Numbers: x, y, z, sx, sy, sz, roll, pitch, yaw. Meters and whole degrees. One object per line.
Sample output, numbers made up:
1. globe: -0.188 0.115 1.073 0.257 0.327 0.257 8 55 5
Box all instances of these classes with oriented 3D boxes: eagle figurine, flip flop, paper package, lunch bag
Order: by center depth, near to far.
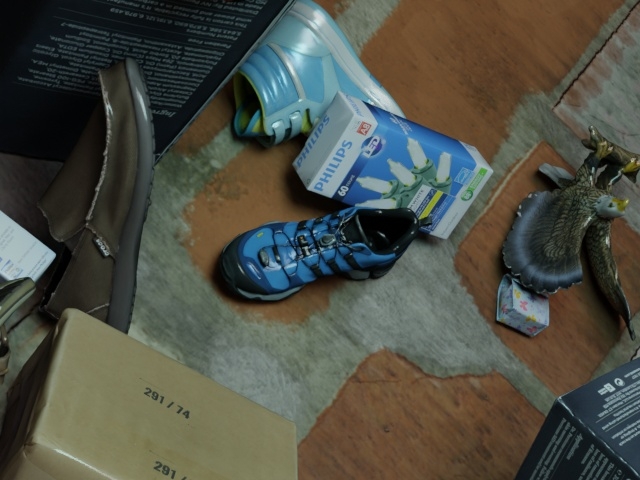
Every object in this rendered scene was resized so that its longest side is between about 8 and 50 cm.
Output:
1. flip flop: -0.391 0.149 1.578 0.080 0.112 0.277 51 42 -31
2. paper package: -0.200 0.271 1.617 0.325 0.168 0.309 30 22 -15
3. lunch bag: 0.307 0.092 2.182 0.071 0.053 0.083 27 44 -18
4. eagle figurine: 0.417 -0.018 2.246 0.226 0.225 0.298 15 79 18

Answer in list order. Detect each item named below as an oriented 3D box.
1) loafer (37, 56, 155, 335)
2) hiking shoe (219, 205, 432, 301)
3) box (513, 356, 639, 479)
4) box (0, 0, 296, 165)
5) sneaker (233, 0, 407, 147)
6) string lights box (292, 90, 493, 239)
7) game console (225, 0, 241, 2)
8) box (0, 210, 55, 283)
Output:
1. loafer: -0.275 -0.042 1.740 0.130 0.366 0.134 6 19 -11
2. hiking shoe: 0.000 0.000 1.992 0.304 0.132 0.113 -12 71 -36
3. box: 0.401 0.386 1.823 0.179 0.343 0.312 -19 52 -38
4. box: -0.266 -0.418 1.847 0.297 0.472 0.480 6 61 -28
5. sneaker: -0.009 -0.172 2.112 0.208 0.127 0.319 -45 110 -17
6. string lights box: 0.105 -0.106 2.084 0.259 0.133 0.077 18 25 -32
7. game console: -0.059 -0.461 1.665 0.386 0.060 0.342 -29 86 -38
8. box: -0.407 0.023 1.732 0.137 0.126 0.072 39 52 -6
